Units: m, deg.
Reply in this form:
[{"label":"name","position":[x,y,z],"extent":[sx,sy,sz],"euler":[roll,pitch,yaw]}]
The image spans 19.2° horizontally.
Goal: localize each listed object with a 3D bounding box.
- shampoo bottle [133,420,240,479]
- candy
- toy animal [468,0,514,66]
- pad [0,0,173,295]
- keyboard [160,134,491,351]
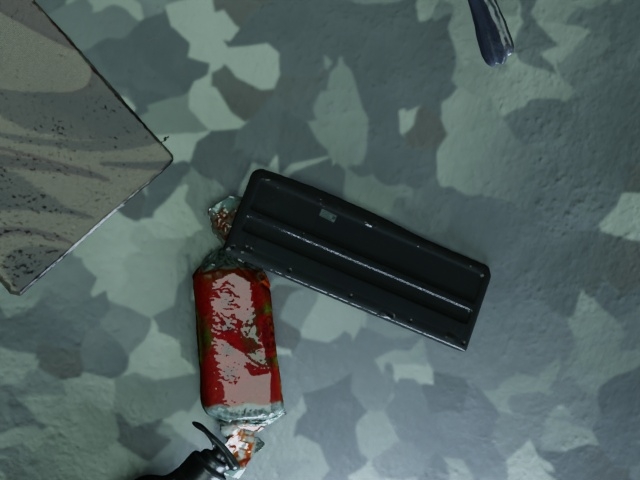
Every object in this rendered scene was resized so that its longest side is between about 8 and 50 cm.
[{"label":"shampoo bottle","position":[-0.186,0.313,1.909],"extent":[0.101,0.101,0.284],"euler":[40,95,-9]},{"label":"candy","position":[-0.084,0.100,1.909],"extent":[0.086,0.059,0.292],"euler":[-5,98,-3]},{"label":"toy animal","position":[0.091,-0.354,1.734],"extent":[0.367,0.081,0.206],"euler":[42,81,-14]},{"label":"pad","position":[-0.333,-0.131,1.878],"extent":[0.220,0.004,0.330],"euler":[-42,100,3]},{"label":"keyboard","position":[-0.006,0.001,1.881],"extent":[0.381,0.041,0.103],"euler":[25,77,-21]}]
